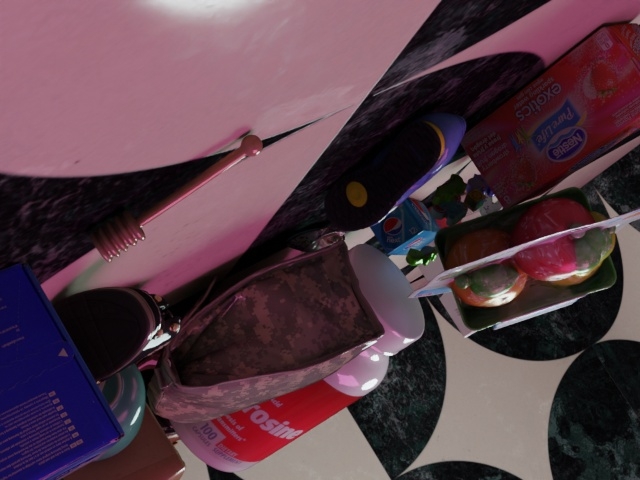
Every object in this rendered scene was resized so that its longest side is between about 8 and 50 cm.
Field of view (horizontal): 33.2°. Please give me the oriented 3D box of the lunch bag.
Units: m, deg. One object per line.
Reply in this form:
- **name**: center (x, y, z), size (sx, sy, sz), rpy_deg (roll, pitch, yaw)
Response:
- **lunch bag**: center (-0.098, 0.135, 1.420), size (0.287, 0.169, 0.235), rpy_deg (-21, 168, -20)

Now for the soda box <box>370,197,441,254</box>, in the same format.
- **soda box**: center (0.138, -0.022, 1.728), size (0.071, 0.067, 0.210), rpy_deg (-34, 171, 12)

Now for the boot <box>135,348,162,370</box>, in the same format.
- **boot**: center (-0.221, 0.214, 1.632), size (0.106, 0.114, 0.037), rpy_deg (-28, 170, -25)

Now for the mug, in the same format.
- **mug**: center (-0.278, 0.186, 1.230), size (0.158, 0.129, 0.097), rpy_deg (-26, 162, -22)

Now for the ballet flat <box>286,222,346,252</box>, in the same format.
- **ballet flat**: center (0.000, 0.000, 1.460), size (0.041, 0.041, 0.114), rpy_deg (-38, 169, 36)

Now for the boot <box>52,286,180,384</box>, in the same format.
- **boot**: center (-0.203, 0.087, 1.097), size (0.236, 0.085, 0.179), rpy_deg (-30, 176, 38)

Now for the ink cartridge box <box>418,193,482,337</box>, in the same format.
- **ink cartridge box**: center (0.276, 0.044, 2.010), size (0.100, 0.237, 0.172), rpy_deg (-38, 169, 34)

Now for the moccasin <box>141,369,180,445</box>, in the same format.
- **moccasin**: center (-0.276, 0.291, 1.866), size (0.147, 0.139, 0.380), rpy_deg (-43, 178, 15)

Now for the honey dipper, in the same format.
- **honey dipper**: center (-0.115, -0.037, 0.882), size (0.161, 0.030, 0.030), rpy_deg (-33, 171, -2)

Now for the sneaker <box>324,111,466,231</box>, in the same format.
- **sneaker**: center (0.090, -0.078, 1.244), size (0.209, 0.069, 0.082), rpy_deg (-40, 172, 40)

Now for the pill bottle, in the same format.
- **pill bottle**: center (-0.042, 0.185, 1.718), size (0.408, 0.229, 0.229), rpy_deg (-37, 170, 25)

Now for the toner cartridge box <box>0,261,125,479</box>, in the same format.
- **toner cartridge box**: center (-0.332, 0.157, 0.763), size (0.348, 0.165, 0.075), rpy_deg (-25, 170, -36)

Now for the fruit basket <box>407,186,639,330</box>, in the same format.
- **fruit basket**: center (0.297, 0.026, 1.460), size (0.327, 0.165, 0.353), rpy_deg (-18, 177, -6)

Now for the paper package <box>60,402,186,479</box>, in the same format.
- **paper package**: center (-0.365, 0.346, 1.359), size (0.325, 0.168, 0.309), rpy_deg (-27, 162, -34)

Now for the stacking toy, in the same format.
- **stacking toy**: center (0.216, -0.067, 1.598), size (0.221, 0.052, 0.167), rpy_deg (-33, 154, -32)

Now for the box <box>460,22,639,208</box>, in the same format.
- **box**: center (0.331, -0.163, 1.421), size (0.257, 0.122, 0.128), rpy_deg (-38, 169, 34)
